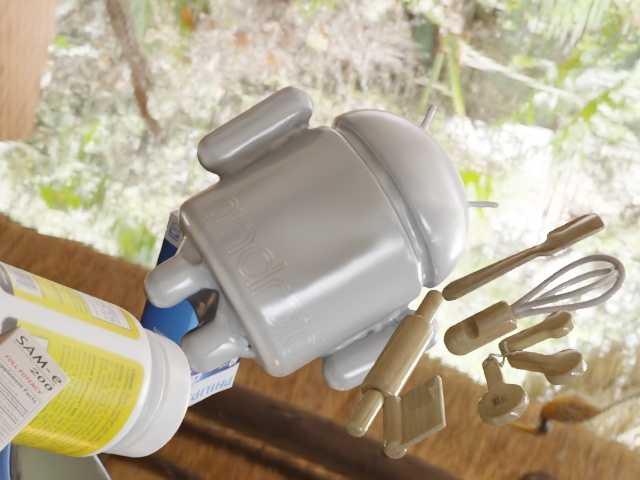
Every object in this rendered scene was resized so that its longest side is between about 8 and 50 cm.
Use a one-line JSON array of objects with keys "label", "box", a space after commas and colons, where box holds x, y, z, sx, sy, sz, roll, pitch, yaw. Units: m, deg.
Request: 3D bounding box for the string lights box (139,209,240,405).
[{"label": "string lights box", "box": [-0.141, 0.079, 1.308, 0.077, 0.259, 0.133, 35, -149, 25]}]

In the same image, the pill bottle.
[{"label": "pill bottle", "box": [-0.200, 0.092, 0.794, 0.119, 0.119, 0.208, 28, 179, 43]}]

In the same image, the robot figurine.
[{"label": "robot figurine", "box": [0.000, 0.000, 1.081, 0.353, 0.300, 0.200, -31, -174, -10]}]

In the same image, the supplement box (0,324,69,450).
[{"label": "supplement box", "box": [-0.167, 0.086, 0.486, 0.062, 0.036, 0.098, -22, -158, 51]}]

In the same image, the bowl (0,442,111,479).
[{"label": "bowl", "box": [-0.389, 0.431, 1.620, 0.077, 0.391, 0.391, -26, -169, 7]}]

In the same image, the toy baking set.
[{"label": "toy baking set", "box": [0.131, 0.074, 0.836, 0.197, 0.030, 0.256, -13, -151, 37]}]
